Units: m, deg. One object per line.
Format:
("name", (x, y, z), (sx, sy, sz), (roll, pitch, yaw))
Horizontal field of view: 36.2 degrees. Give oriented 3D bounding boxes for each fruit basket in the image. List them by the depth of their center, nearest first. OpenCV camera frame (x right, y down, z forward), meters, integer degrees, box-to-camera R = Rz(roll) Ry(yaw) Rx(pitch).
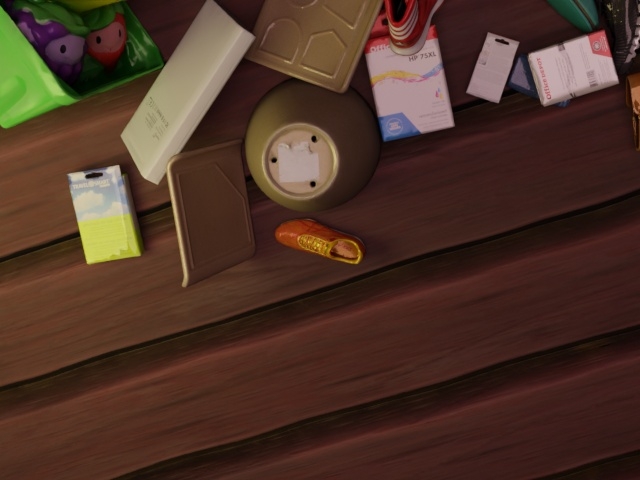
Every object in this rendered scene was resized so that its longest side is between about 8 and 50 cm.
("fruit basket", (-0.394, -0.392, 1.632), (0.392, 0.392, 0.283), (-33, 98, 10))

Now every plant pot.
("plant pot", (-0.023, -0.153, 1.706), (0.257, 0.274, 0.256), (1, 103, 4))

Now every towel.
("towel", (0.402, -0.289, 1.774), (0.120, 0.029, 0.067), (21, 103, -1))

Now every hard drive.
("hard drive", (-0.241, -0.270, 1.738), (0.040, 0.203, 0.307), (28, 104, -34))

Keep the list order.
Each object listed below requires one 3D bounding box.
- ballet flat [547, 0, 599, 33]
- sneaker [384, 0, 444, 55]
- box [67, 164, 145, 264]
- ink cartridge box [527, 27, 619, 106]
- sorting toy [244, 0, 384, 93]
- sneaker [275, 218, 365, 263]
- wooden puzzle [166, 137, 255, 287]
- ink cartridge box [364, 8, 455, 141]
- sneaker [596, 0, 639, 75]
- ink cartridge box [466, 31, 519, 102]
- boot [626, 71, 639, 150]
("ballet flat", (0.408, -0.468, 1.713), (0.247, 0.083, 0.087), (37, 88, -6))
("sneaker", (0.165, -0.437, 1.668), (0.087, 0.128, 0.221), (7, 69, 13))
("box", (-0.409, -0.051, 1.869), (0.109, 0.042, 0.178), (-10, 101, 5))
("ink cartridge box", (0.441, -0.303, 1.714), (0.135, 0.056, 0.099), (-15, 102, 17))
("sorting toy", (0.011, -0.430, 1.724), (0.229, 0.041, 0.307), (24, 93, 25))
("sneaker", (0.000, 0.000, 1.842), (0.175, 0.067, 0.064), (11, 104, 3))
("wooden puzzle", (-0.200, -0.054, 1.777), (0.044, 0.221, 0.238), (4, 105, 29))
("ink cartridge box", (0.153, -0.305, 1.761), (0.134, 0.078, 0.230), (-12, 100, 6))
("sneaker", (0.524, -0.411, 1.720), (0.106, 0.078, 0.234), (11, 107, 14))
("ink cartridge box", (0.312, -0.312, 1.772), (0.063, 0.029, 0.115), (20, 102, 6))
("boot", (0.646, -0.302, 1.717), (0.211, 0.104, 0.295), (-3, 106, 4))
